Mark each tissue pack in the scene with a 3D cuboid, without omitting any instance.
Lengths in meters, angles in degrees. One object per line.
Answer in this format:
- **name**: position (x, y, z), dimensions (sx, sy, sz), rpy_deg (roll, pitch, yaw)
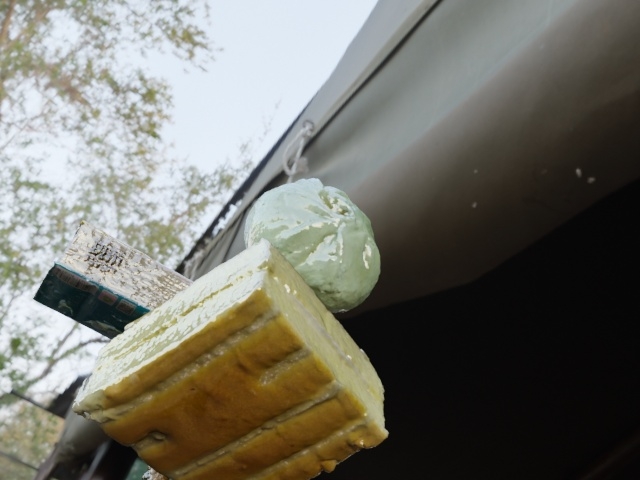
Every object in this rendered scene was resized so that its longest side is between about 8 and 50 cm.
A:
- **tissue pack**: position (-0.247, 0.062, 0.873), dimensions (0.169, 0.082, 0.120), rpy_deg (31, -39, -17)

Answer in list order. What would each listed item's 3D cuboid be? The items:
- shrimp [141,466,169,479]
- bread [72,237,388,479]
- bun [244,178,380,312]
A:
- **shrimp**: position (-0.205, 0.260, 0.811), dimensions (0.023, 0.083, 0.114), rpy_deg (37, 6, -35)
- **bread**: position (-0.086, 0.162, 0.751), dimensions (0.246, 0.111, 0.239), rpy_deg (-31, -64, 15)
- **bun**: position (0.000, 0.000, 0.948), dimensions (0.195, 0.195, 0.118), rpy_deg (32, -56, -13)
